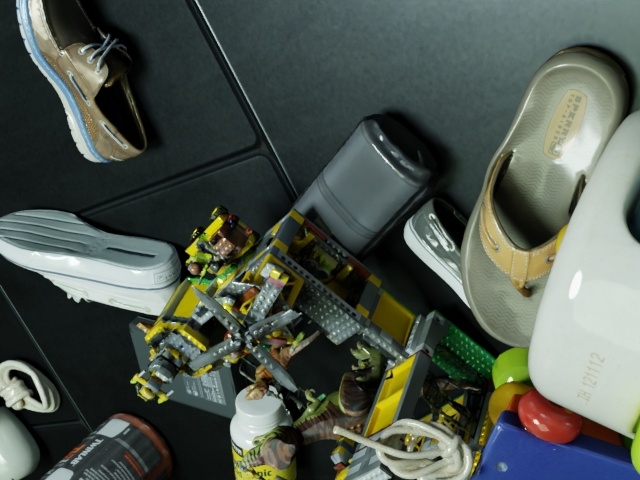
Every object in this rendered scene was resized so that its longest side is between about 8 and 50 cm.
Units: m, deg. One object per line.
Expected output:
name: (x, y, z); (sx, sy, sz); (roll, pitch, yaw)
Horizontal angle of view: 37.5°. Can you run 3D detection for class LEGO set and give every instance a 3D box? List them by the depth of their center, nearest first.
LEGO set: (-0.011, 0.147, 0.756); (0.331, 0.192, 0.255); (45, 133, -17)

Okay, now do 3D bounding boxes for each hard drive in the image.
hard drive: (-0.139, 0.136, 0.999); (0.135, 0.022, 0.094); (10, 124, 30)

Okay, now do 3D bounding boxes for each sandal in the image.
sandal: (0.149, -0.020, 0.639); (0.090, 0.060, 0.219); (22, 118, 12)

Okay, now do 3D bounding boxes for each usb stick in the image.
usb stick: (0.000, 0.000, 0.792); (0.077, 0.045, 0.278); (44, 135, 2)

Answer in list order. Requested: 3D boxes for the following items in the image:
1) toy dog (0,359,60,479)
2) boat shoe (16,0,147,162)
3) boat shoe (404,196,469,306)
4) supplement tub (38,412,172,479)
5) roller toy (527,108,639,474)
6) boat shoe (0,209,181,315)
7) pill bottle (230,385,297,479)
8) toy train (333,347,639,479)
toy dog: (-0.514, 0.190, 1.208); (0.334, 0.161, 0.220); (39, 134, 8)
boat shoe: (-0.199, -0.153, 0.827); (0.066, 0.066, 0.183); (2, 130, 29)
boat shoe: (0.125, 0.023, 0.717); (0.142, 0.049, 0.040); (40, 134, 10)
supplement tub: (-0.265, 0.292, 1.072); (0.106, 0.198, 0.106); (18, 127, 25)
roller toy: (0.210, 0.024, 0.557); (0.146, 0.209, 0.191); (23, 105, 22)
boat shoe: (-0.242, 0.030, 0.960); (0.226, 0.083, 0.075); (15, 125, 27)
pill bottle: (-0.058, 0.205, 0.958); (0.065, 0.065, 0.116); (16, 126, 27)
toy train: (0.138, 0.123, 0.663); (0.248, 0.143, 0.105); (18, 117, 0)
